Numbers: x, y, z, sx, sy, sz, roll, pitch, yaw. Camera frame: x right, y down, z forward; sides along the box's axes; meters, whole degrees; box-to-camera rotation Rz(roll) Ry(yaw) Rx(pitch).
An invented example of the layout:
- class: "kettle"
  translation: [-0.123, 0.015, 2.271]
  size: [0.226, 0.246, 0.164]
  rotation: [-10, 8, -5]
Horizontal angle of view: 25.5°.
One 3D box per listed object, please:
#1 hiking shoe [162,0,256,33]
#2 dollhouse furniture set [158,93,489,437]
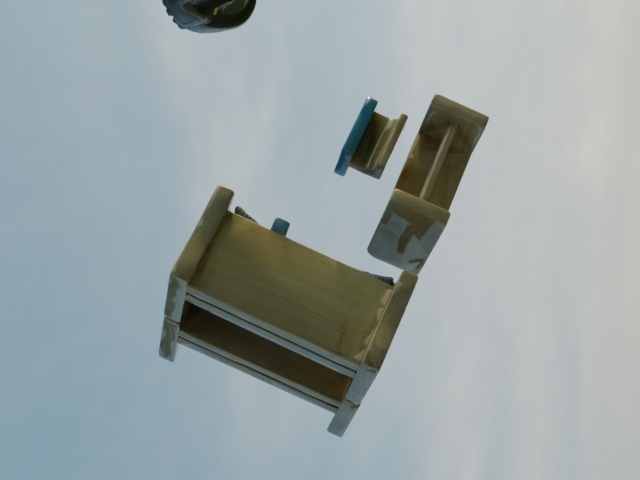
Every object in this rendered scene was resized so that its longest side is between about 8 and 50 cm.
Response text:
- class: "hiking shoe"
  translation: [-0.068, -0.219, 1.051]
  size: [0.227, 0.114, 0.086]
  rotation: [51, -141, -70]
- class: "dollhouse furniture set"
  translation: [0.000, 0.000, 0.872]
  size: [0.129, 0.129, 0.184]
  rotation: [111, -176, -62]
